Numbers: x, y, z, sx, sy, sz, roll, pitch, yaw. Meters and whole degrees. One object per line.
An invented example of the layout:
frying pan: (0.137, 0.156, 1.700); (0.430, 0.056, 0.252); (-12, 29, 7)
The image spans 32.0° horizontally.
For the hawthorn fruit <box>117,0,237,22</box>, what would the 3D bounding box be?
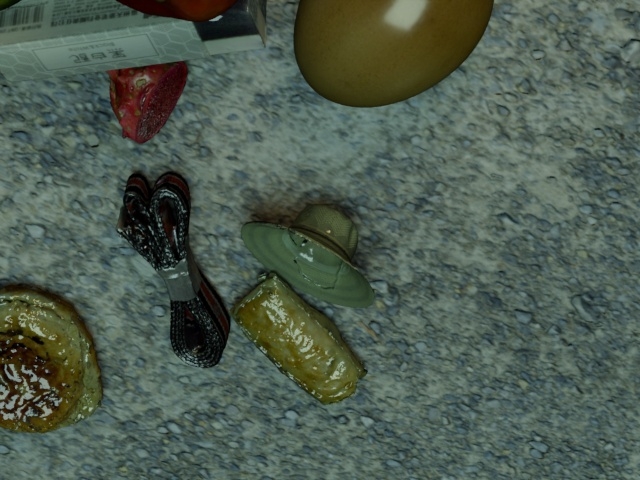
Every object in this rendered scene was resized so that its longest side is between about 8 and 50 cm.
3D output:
hawthorn fruit: (-0.194, -0.404, 1.444); (0.265, 0.307, 0.265); (-2, 143, -1)

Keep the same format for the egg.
egg: (0.099, -0.328, 1.601); (0.322, 0.250, 0.250); (-38, 112, 25)

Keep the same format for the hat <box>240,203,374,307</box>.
hat: (0.000, 0.000, 1.839); (0.252, 0.252, 0.110); (37, 68, -18)

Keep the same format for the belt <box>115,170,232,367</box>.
belt: (-0.236, 0.052, 1.875); (0.126, 0.094, 0.360); (-17, 117, 5)

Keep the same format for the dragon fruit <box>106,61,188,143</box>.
dragon fruit: (-0.285, -0.233, 1.717); (0.111, 0.153, 0.153); (33, 114, 9)

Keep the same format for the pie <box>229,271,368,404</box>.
pie: (-0.037, 0.176, 1.961); (0.128, 0.068, 0.282); (-38, 108, 16)

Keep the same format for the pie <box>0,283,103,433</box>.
pie: (-0.523, 0.208, 1.951); (0.308, 0.085, 0.308); (0, 116, -1)

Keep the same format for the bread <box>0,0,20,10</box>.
bread: (-0.502, -0.498, 1.535); (0.382, 0.129, 0.366); (-28, 108, 26)

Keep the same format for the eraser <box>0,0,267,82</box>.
eraser: (-0.284, -0.317, 1.636); (0.403, 0.098, 0.096); (-5, 152, 11)
